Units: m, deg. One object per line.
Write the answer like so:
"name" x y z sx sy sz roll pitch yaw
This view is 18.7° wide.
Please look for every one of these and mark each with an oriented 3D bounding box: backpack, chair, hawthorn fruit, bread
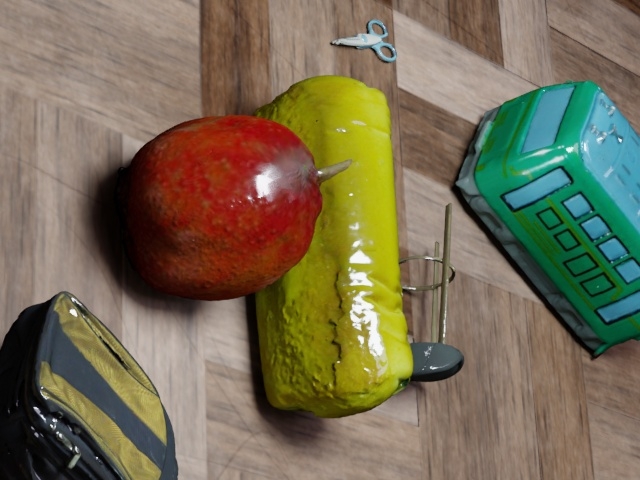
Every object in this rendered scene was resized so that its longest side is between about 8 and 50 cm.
"backpack" -0.211 0.186 1.771 0.258 0.133 0.206 48 33 -31
"chair" 0.118 0.075 2.230 0.095 0.104 0.221 47 37 -48
"hawthorn fruit" -0.084 -0.036 1.953 0.189 0.251 0.189 -9 90 -76
"bread" 0.000 0.000 2.065 0.112 0.166 0.384 38 43 -58

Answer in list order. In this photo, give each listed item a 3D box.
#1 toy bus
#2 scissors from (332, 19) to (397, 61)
"toy bus" 0.348 -0.033 2.464 0.343 0.199 0.183 49 41 -24
"scissors" 0.052 -0.243 2.373 0.119 0.014 0.058 -7 73 -54
